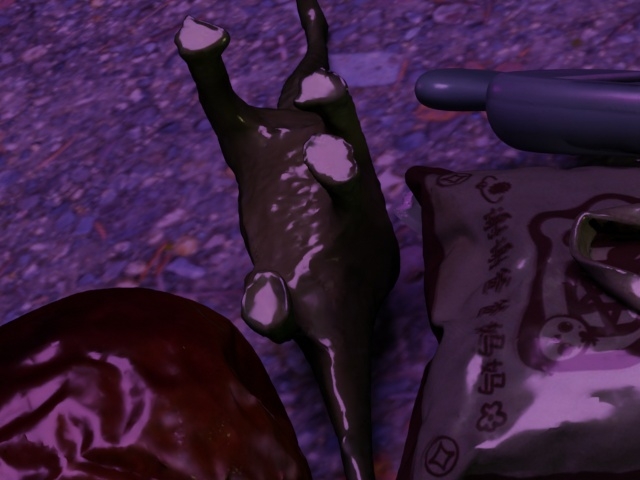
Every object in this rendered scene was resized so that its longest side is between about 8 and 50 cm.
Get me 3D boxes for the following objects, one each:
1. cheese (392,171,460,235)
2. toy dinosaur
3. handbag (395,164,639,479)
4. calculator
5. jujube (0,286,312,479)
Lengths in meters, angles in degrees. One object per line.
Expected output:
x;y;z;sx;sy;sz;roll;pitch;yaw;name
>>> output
0.093;-0.019;1.009;0.120;0.026;0.067;-9;30;-34;cheese
0.000;0.000;1.040;0.087;0.301;0.447;-12;70;4;toy dinosaur
0.148;0.044;0.865;0.235;0.127;0.213;0;43;8;handbag
0.192;-0.065;0.967;0.298;0.041;0.185;5;8;27;calculator
-0.129;0.133;0.865;0.255;0.190;0.190;-34;36;12;jujube
